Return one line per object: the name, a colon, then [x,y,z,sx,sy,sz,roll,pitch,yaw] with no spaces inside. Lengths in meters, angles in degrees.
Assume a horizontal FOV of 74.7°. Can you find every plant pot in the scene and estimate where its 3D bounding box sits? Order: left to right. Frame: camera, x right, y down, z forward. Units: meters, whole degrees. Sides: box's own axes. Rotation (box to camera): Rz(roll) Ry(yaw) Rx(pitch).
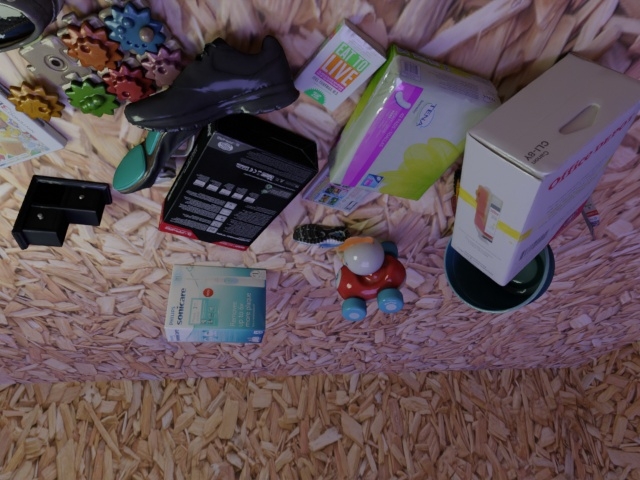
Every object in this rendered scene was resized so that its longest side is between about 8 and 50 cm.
plant pot: [0.535,0.071,1.196,0.272,0.271,0.255,-30,154,35]

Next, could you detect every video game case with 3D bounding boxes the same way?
video game case: [-0.653,-0.220,0.794,0.227,0.026,0.206,-13,147,14]
video game case: [0.052,-0.131,1.026,0.143,0.019,0.157,14,145,-26]

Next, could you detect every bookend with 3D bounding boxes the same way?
bookend: [-0.572,-0.056,0.943,0.156,0.157,0.072,6,147,-15]

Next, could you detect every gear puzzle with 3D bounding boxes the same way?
gear puzzle: [-0.390,-0.274,0.702,0.339,0.044,0.175,-15,151,14]

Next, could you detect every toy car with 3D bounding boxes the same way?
toy car: [0.112,0.065,1.187,0.210,0.219,0.238,-17,132,21]

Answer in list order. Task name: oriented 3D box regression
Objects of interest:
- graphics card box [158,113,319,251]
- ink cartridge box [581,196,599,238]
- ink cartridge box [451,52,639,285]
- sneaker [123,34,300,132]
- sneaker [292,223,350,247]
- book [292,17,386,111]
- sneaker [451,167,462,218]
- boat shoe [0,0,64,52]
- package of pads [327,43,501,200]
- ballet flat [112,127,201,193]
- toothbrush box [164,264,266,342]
graphics card box: [-0.197,-0.117,0.949,0.233,0.094,0.371,16,144,-29]
ink cartridge box: [0.718,-0.066,1.113,0.029,0.115,0.063,-20,145,24]
ink cartridge box: [0.427,-0.121,0.844,0.279,0.160,0.384,-38,149,-11]
sneaker: [-0.184,-0.259,0.696,0.287,0.109,0.130,-17,115,-9]
sneaker: [0.000,0.000,1.189,0.162,0.063,0.073,4,150,-13]
book: [0.030,-0.304,0.738,0.096,0.035,0.144,23,140,-31]
sneaker: [0.386,-0.096,1.055,0.093,0.088,0.225,-9,148,6]
boat shoe: [-0.524,-0.313,0.595,0.305,0.091,0.109,-8,149,7]
package of pads: [0.175,-0.209,0.836,0.229,0.101,0.296,9,146,-19]
ballet flat: [-0.326,-0.171,0.854,0.096,0.095,0.280,10,147,-43]
toothbrush box: [-0.325,0.203,1.334,0.296,0.216,0.126,4,147,-11]
